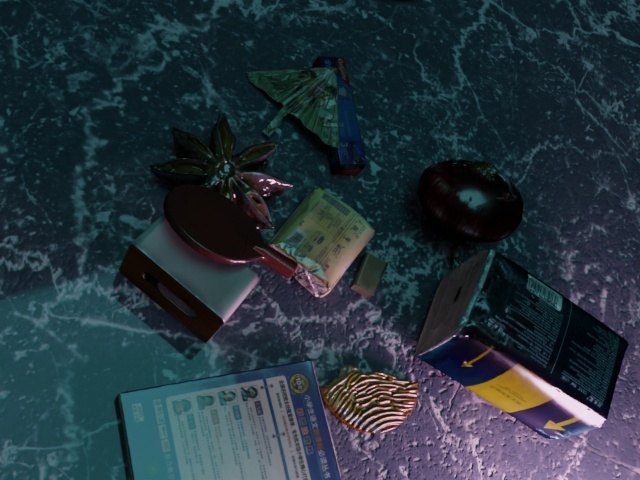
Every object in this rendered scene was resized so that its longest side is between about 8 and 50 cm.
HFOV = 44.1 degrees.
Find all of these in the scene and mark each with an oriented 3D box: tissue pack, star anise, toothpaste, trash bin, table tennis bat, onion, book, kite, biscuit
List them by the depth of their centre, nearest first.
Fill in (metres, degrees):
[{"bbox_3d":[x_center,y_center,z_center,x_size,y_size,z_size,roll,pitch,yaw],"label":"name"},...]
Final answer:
[{"bbox_3d":[-0.178,0.418,1.615,0.428,0.039,0.299,-5,70,-25],"label":"book"},{"bbox_3d":[-0.184,-0.015,1.644,0.310,0.038,0.200,33,33,-14],"label":"table tennis bat"},{"bbox_3d":[-0.276,0.070,1.661,0.246,0.159,0.136,40,56,-2],"label":"tissue pack"},{"bbox_3d":[0.120,0.346,1.780,0.229,0.031,0.176,-23,79,-29],"label":"biscuit"},{"bbox_3d":[-0.224,-0.134,1.800,0.332,0.117,0.331,5,66,-11],"label":"star anise"},{"bbox_3d":[0.467,0.246,1.842,0.417,0.253,0.264,31,58,-8],"label":"tissue pack"},{"bbox_3d":[0.000,0.000,1.849,0.186,0.090,0.222,38,57,-1],"label":"tissue pack"},{"bbox_3d":[0.113,0.084,1.890,0.061,0.043,0.092,30,63,-9],"label":"trash bin"},{"bbox_3d":[-0.047,-0.353,1.984,0.323,0.013,0.268,42,73,12],"label":"kite"},{"bbox_3d":[0.365,-0.075,1.994,0.273,0.285,0.273,14,25,-7],"label":"onion"},{"bbox_3d":[0.045,-0.322,2.027,0.076,0.066,0.320,-1,67,-23],"label":"toothpaste"}]
